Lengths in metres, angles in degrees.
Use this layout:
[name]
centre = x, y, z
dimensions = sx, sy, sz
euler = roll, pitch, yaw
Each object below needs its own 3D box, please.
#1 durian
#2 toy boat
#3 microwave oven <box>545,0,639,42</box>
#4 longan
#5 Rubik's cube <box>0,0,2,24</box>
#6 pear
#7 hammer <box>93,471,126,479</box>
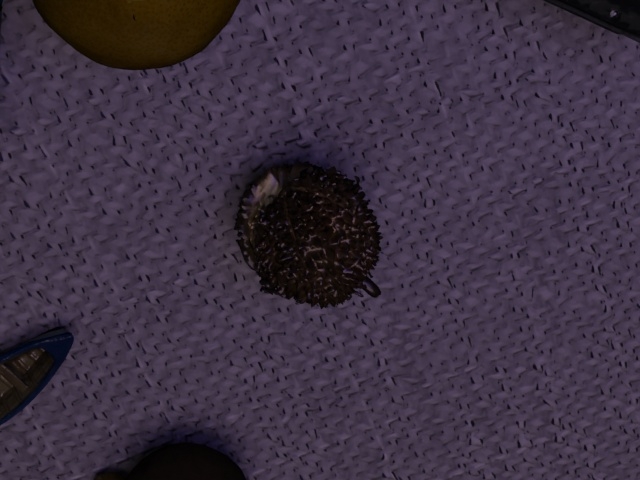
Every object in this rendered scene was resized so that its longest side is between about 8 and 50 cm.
[durian]
centre = 0.000, 0.000, 1.250
dimensions = 0.167, 0.196, 0.196
euler = -44, 113, 9
[toy boat]
centre = -0.387, 0.173, 1.347
dimensions = 0.229, 0.046, 0.080
euler = -38, 113, 8
[microwave oven]
centre = 0.311, -0.401, 1.102
dimensions = 0.286, 0.218, 0.355
euler = 20, 109, -18
[longan]
centre = -0.177, 0.344, 1.389
dimensions = 0.187, 0.167, 0.167
euler = -43, 117, -25
[Rubik's cube]
centre = -0.424, -0.182, 1.106
dimensions = 0.182, 0.187, 0.184
euler = 7, 111, -11
[pear]
centre = -0.177, -0.266, 1.095
dimensions = 0.209, 0.209, 0.209
euler = -3, 114, -7
[hammer]
centre = -0.325, 0.438, 1.454
dimensions = 0.202, 0.113, 0.305
euler = 25, 100, -21
